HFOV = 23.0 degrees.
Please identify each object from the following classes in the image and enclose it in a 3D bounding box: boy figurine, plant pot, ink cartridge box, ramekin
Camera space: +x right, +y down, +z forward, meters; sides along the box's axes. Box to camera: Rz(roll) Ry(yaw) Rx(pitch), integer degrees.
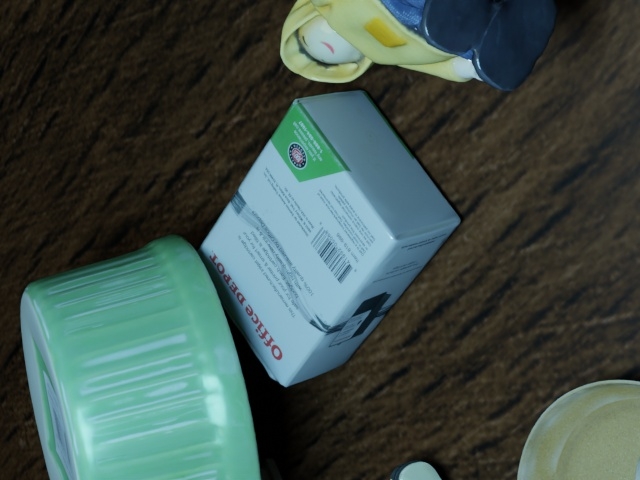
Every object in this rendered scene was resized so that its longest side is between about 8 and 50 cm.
[{"bbox_3d":[0.048,-0.171,1.184,0.285,0.177,0.092,10,71,60],"label":"boy figurine"},{"bbox_3d":[0.249,0.215,1.174,0.236,0.032,0.236,15,112,43],"label":"plant pot"},{"bbox_3d":[0.000,0.000,1.328,0.153,0.087,0.208,55,133,20],"label":"ink cartridge box"},{"bbox_3d":[-0.169,0.155,1.412,0.303,0.148,0.303,168,90,-73],"label":"ramekin"}]

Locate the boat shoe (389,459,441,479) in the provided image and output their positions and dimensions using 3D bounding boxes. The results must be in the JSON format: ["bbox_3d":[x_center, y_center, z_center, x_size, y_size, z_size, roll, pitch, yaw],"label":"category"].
[{"bbox_3d":[0.099,0.248,1.330,0.133,0.049,0.042,65,164,0],"label":"boat shoe"}]

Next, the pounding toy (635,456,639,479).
[{"bbox_3d":[0.305,0.178,0.993,0.155,0.154,0.269,-24,85,29],"label":"pounding toy"}]

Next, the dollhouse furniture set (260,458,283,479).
[{"bbox_3d":[0.011,0.436,1.462,0.303,0.173,0.355,-67,31,32],"label":"dollhouse furniture set"}]
